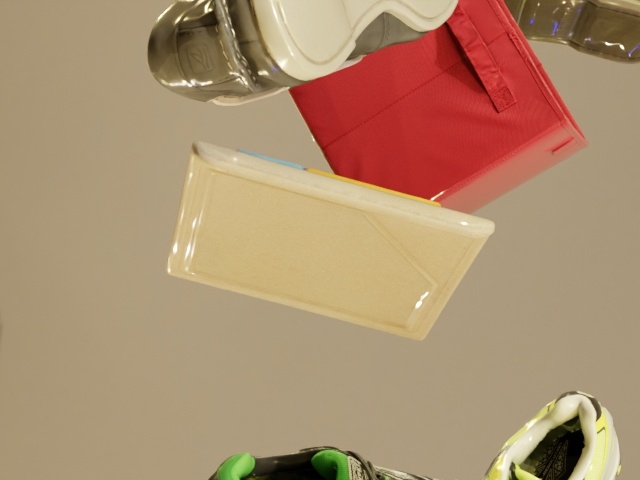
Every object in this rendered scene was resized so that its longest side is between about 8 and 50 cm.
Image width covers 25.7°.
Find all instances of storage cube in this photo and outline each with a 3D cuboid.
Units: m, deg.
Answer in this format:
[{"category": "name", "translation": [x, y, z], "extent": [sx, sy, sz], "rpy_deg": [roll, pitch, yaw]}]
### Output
[{"category": "storage cube", "translation": [0.103, -0.119, 1.243], "extent": [0.193, 0.215, 0.183], "rpy_deg": [-31, -100, 12]}]

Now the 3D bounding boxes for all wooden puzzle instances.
[{"category": "wooden puzzle", "translation": [0.000, 0.000, 1.074], "extent": [0.238, 0.221, 0.044], "rpy_deg": [114, -9, -65]}]

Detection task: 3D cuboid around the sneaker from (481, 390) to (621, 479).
[{"category": "sneaker", "translation": [0.197, 0.322, 1.541], "extent": [0.145, 0.147, 0.384], "rpy_deg": [22, -115, 26]}]

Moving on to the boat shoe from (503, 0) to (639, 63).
[{"category": "boat shoe", "translation": [0.279, -0.312, 1.754], "extent": [0.104, 0.307, 0.110], "rpy_deg": [-82, -162, -50]}]

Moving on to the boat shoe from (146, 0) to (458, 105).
[{"category": "boat shoe", "translation": [-0.002, -0.163, 0.907], "extent": [0.096, 0.335, 0.112], "rpy_deg": [-13, -77, 27]}]

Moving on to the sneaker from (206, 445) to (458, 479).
[{"category": "sneaker", "translation": [0.044, 0.276, 1.372], "extent": [0.146, 0.344, 0.134], "rpy_deg": [115, -29, -45]}]
